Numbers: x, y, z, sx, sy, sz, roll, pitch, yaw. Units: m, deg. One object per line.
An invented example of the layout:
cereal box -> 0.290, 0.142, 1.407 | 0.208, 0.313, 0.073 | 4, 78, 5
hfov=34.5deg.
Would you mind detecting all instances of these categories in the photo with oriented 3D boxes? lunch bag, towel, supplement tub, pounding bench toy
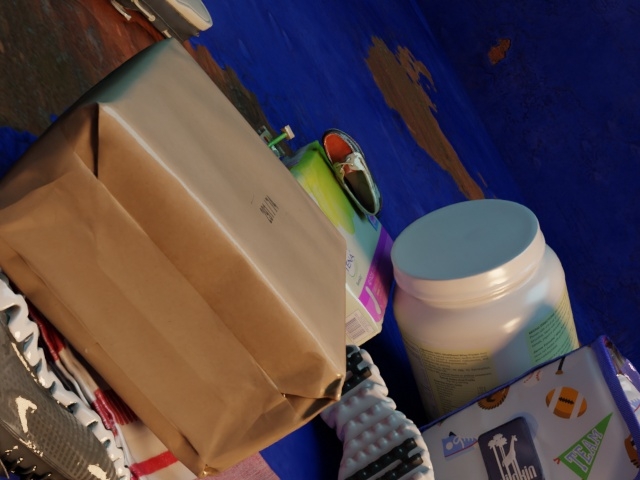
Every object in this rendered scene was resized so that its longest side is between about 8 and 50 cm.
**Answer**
lunch bag -> 0.307, 0.351, 1.262 | 0.385, 0.328, 0.239 | 61, 22, 9
towel -> -0.160, 0.123, 0.936 | 0.329, 0.037, 0.237 | 57, 15, 7
supplement tub -> 0.233, 0.131, 1.426 | 0.235, 0.235, 0.324 | -84, 159, -60
pounding bench toy -> -0.080, -0.130, 1.457 | 0.052, 0.083, 0.065 | 53, 20, -9

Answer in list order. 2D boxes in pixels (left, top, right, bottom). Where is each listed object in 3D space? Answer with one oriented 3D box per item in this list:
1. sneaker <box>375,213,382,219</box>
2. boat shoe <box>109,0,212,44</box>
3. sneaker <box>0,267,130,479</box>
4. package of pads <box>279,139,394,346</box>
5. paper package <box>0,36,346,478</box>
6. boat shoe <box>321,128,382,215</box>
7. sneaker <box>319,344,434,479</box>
sneaker -> 0.067, -0.038, 1.643 | 0.051, 0.089, 0.170 | 59, 21, 7
boat shoe -> -0.252, -0.348, 1.408 | 0.254, 0.079, 0.095 | 29, 31, -56
sneaker -> -0.224, 0.138, 0.748 | 0.106, 0.078, 0.234 | -49, 121, -44
package of pads -> 0.000, 0.000, 1.417 | 0.229, 0.101, 0.296 | 52, 20, -12
paper package -> -0.124, -0.004, 0.946 | 0.309, 0.168, 0.325 | 51, 14, -15
boat shoe -> 0.044, -0.096, 1.452 | 0.137, 0.049, 0.043 | 59, 18, -9
sneaker -> 0.072, 0.248, 1.182 | 0.118, 0.110, 0.292 | 59, 5, -38
